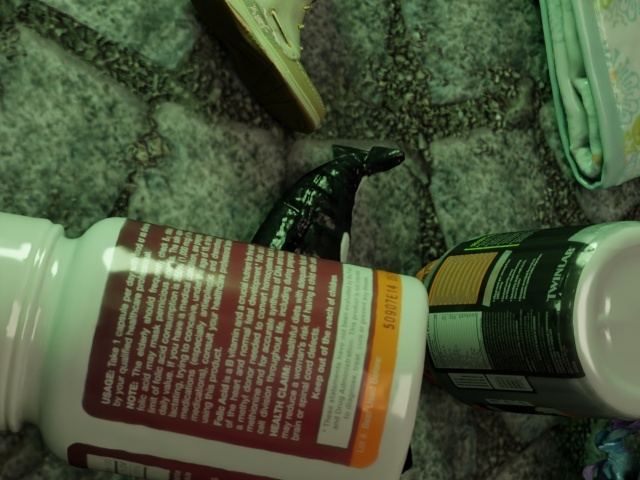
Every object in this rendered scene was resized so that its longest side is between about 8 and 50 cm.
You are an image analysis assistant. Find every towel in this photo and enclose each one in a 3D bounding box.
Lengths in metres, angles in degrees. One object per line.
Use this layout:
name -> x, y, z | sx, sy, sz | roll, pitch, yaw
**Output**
towel -> 0.407, -0.277, 1.731 | 0.321, 0.090, 0.374 | -19, 107, -28

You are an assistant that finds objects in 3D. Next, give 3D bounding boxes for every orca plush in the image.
orca plush -> 0.000, 0.000, 1.458 | 0.151, 0.102, 0.287 | 37, 64, 10

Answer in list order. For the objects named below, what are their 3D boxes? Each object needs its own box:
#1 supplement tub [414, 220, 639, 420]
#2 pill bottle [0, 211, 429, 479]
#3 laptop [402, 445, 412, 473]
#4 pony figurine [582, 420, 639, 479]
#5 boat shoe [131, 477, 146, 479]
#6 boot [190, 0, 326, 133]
supplement tub -> 0.230, 0.084, 1.499 | 0.194, 0.316, 0.193 | 2, 86, -30
pill bottle -> -0.117, 0.104, 1.285 | 0.392, 0.224, 0.224 | 12, 79, -3
laptop -> -0.044, 0.167, 1.509 | 0.234, 0.136, 0.264 | -30, 127, -28
pony figurine -> 0.421, 0.249, 1.622 | 0.351, 0.303, 0.363 | -28, 129, -55
boat shoe -> -0.083, 0.317, 1.418 | 0.099, 0.116, 0.319 | -34, 110, -26
boot -> -0.025, -0.235, 1.515 | 0.165, 0.077, 0.213 | -42, 104, -28
